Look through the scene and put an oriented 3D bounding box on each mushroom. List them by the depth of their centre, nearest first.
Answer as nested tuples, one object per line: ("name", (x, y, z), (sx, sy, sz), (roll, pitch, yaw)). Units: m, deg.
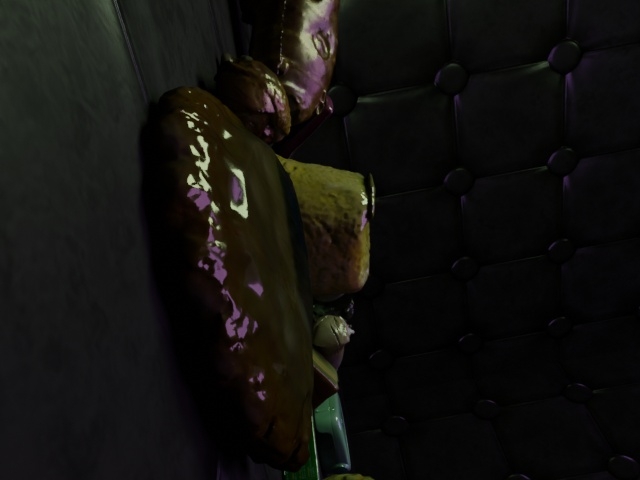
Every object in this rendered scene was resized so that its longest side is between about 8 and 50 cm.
("mushroom", (0.005, 0.200, 1.137), (0.223, 0.081, 0.092), (108, -13, -66))

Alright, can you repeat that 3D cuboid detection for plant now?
("plant", (-0.005, 0.101, 1.215), (0.203, 0.142, 0.131), (-178, -93, -82))

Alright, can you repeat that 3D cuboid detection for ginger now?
("ginger", (-0.071, -0.415, 1.215), (0.254, 0.176, 0.419), (-5, -99, 52))

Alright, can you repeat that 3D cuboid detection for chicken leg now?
("chicken leg", (-0.090, -0.183, 0.770), (0.251, 0.087, 0.108), (-111, -160, -60))

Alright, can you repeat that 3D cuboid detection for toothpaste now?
("toothpaste", (-0.029, 0.237, 0.801), (0.179, 0.043, 0.037), (-99, -179, -49))

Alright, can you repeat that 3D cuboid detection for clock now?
("clock", (0.026, 0.425, 1.329), (0.148, 0.060, 0.189), (-98, 178, -79))

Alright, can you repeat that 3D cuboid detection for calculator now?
("calculator", (-0.048, -0.215, 1.257), (0.034, 0.190, 0.127), (37, 17, -20))

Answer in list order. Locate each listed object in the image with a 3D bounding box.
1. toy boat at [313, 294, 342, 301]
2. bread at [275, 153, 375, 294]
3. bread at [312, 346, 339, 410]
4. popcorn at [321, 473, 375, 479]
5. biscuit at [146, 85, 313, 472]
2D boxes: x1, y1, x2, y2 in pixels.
("toy boat", (0.004, 0.002, 1.057), (0.269, 0.140, 0.141), (-91, 171, -75))
("bread", (-0.014, -0.020, 0.857), (0.197, 0.170, 0.197), (2, 90, -87))
("bread", (-0.046, 0.207, 1.022), (0.139, 0.084, 0.074), (47, 12, -16))
("popcorn", (0.036, 0.384, 0.788), (0.173, 0.142, 0.174), (176, -90, -67))
("biscuit", (-0.058, 0.033, 0.545), (0.329, 0.078, 0.335), (-71, 149, -79))
